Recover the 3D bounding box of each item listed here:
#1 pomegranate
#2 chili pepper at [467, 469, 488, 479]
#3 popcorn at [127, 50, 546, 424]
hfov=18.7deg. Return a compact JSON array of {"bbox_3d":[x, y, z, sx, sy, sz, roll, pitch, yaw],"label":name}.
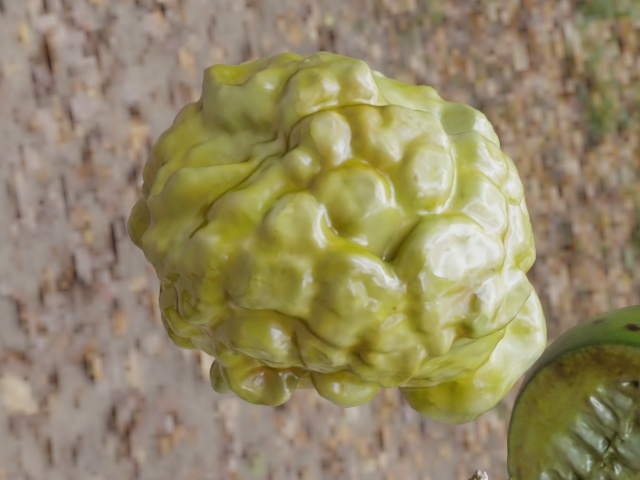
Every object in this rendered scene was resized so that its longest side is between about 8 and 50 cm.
[{"bbox_3d":[0.235,0.107,1.251,0.159,0.190,0.240,-27,135,-55],"label":"pomegranate"},{"bbox_3d":[0.129,0.216,0.869,0.268,0.059,0.050,58,38,-7],"label":"chili pepper"},{"bbox_3d":[0.007,0.007,1.061,0.217,0.235,0.181,43,51,-38],"label":"popcorn"}]
